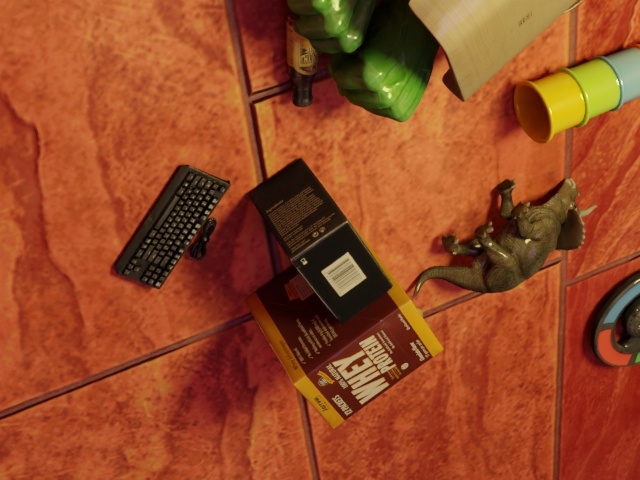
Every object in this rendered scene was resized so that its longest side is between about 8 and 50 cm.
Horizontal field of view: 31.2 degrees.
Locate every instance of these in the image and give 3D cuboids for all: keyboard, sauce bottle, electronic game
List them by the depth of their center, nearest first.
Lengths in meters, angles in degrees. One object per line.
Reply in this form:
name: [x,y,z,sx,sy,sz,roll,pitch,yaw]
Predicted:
sauce bottle: [-0.022,-0.227,1.430,0.042,0.042,0.128,-17,132,-18]
keyboard: [-0.184,-0.012,1.518,0.108,0.023,0.180,22,112,-40]
electronic game: [0.584,0.136,2.056,0.229,0.048,0.229,-16,131,-19]

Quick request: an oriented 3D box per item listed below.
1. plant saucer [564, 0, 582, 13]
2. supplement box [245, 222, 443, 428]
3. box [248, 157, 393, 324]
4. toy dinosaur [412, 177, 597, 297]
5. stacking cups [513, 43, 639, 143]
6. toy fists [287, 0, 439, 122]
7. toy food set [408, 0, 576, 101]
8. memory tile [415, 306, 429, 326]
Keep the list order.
plant saucer: [0.297,-0.383,1.495,0.199,0.036,0.198,-15,131,-18]
supplement box: [0.031,0.120,1.625,0.194,0.191,0.129,-36,134,0]
box: [0.000,0.000,1.537,0.093,0.158,0.156,-36,135,0]
toy dinosaur: [0.288,0.015,1.744,0.313,0.121,0.160,-43,121,0]
stacking cups: [0.434,-0.242,1.652,0.316,0.096,0.096,-25,133,-15]
toy fists: [0.047,-0.257,1.380,0.279,0.096,0.142,50,51,-44]
toy food set: [0.214,-0.295,1.360,0.220,0.092,0.306,-42,167,5]
memory tile: [0.113,0.174,1.840,0.148,0.012,0.113,-33,134,-3]
